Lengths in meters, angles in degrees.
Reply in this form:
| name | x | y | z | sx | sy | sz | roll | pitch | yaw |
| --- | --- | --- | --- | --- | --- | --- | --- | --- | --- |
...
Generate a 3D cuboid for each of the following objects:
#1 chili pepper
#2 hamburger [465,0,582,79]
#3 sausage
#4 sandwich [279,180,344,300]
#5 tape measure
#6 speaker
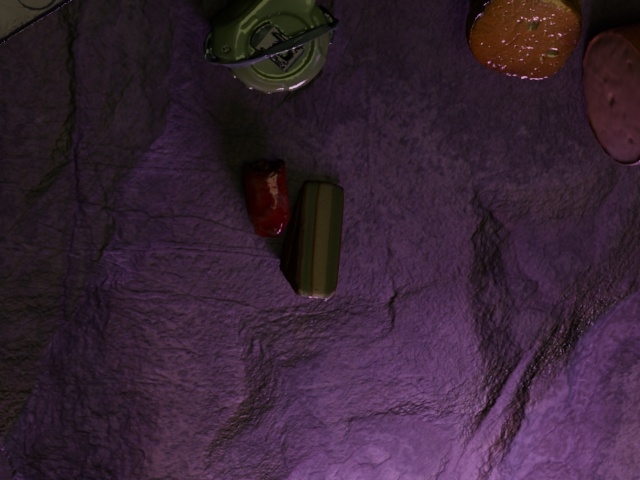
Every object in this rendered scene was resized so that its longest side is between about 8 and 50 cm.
| name | x | y | z | sx | sy | sz | roll | pitch | yaw |
| --- | --- | --- | --- | --- | --- | --- | --- | --- | --- |
| chili pepper | -0.083 | -0.066 | 1.940 | 0.073 | 0.070 | 0.123 | -24 | 122 | -26 |
| hamburger | 0.310 | -0.352 | 1.872 | 0.191 | 0.118 | 0.182 | 36 | 124 | -28 |
| sausage | 0.607 | -0.259 | 1.981 | 0.287 | 0.233 | 0.233 | -13 | 121 | -11 |
| sandwich | 0.000 | 0.000 | 1.976 | 0.079 | 0.113 | 0.163 | 9 | 113 | -23 |
| tape measure | -0.067 | -0.305 | 1.789 | 0.200 | 0.106 | 0.175 | -41 | 119 | 8 |
| speaker | -0.422 | -0.337 | 1.682 | 0.218 | 0.044 | 0.082 | -32 | 123 | -1 |
